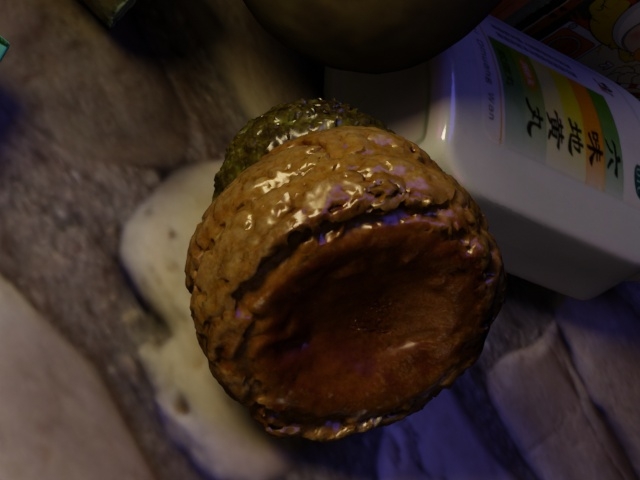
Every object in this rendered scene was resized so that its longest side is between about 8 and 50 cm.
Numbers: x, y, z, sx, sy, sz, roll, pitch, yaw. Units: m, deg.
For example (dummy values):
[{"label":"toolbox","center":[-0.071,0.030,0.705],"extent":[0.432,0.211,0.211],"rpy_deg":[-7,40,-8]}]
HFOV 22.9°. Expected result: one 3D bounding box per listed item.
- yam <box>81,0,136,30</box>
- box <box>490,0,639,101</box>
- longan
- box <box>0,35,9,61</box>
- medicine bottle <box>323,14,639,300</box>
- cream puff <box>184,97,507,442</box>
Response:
[{"label":"yam","center":[-0.175,-0.252,0.920],"extent":[0.259,0.106,0.106],"rpy_deg":[48,36,-13]},{"label":"box","center":[0.239,-0.210,1.306],"extent":[0.195,0.177,0.148],"rpy_deg":[22,47,-39]},{"label":"longan","center":[0.028,-0.234,0.955],"extent":[0.215,0.246,0.246],"rpy_deg":[51,21,-66]},{"label":"box","center":[-0.253,-0.071,0.740],"extent":[0.161,0.042,0.226],"rpy_deg":[42,39,-21]},{"label":"medicine bottle","center":[0.156,-0.058,1.143],"extent":[0.324,0.124,0.179],"rpy_deg":[22,46,-40]},{"label":"cream puff","center":[0.000,0.000,0.907],"extent":[0.183,0.183,0.169],"rpy_deg":[26,22,-35]}]
